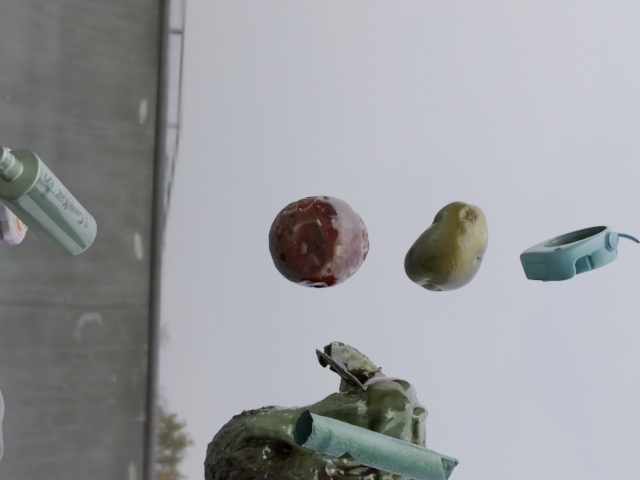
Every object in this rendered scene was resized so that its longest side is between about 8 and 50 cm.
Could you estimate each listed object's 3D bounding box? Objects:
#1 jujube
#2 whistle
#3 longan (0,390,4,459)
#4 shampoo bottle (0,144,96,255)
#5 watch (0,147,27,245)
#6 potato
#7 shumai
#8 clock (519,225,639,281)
[{"bbox_3d":[0.000,0.000,1.633,0.236,0.168,0.168,-38,132,-83],"label":"jujube"},{"bbox_3d":[0.060,0.216,0.994,0.039,0.186,0.039,-43,-145,42],"label":"whistle"},{"bbox_3d":[-0.631,0.293,1.567,0.258,0.258,0.257,-178,-90,-74],"label":"longan"},{"bbox_3d":[-0.427,-0.064,1.462,0.262,0.085,0.085,67,16,-63],"label":"shampoo bottle"},{"bbox_3d":[-0.818,-0.092,2.315,0.248,0.218,0.210,-100,-174,-45],"label":"watch"},{"bbox_3d":[0.261,0.011,1.954,0.194,0.157,0.157,-65,-169,-15],"label":"potato"},{"bbox_3d":[0.040,0.368,1.664,0.348,0.395,0.395,-55,-153,16],"label":"shumai"},{"bbox_3d":[0.345,0.012,1.273,0.108,0.147,0.045,0,-71,72],"label":"clock"}]
